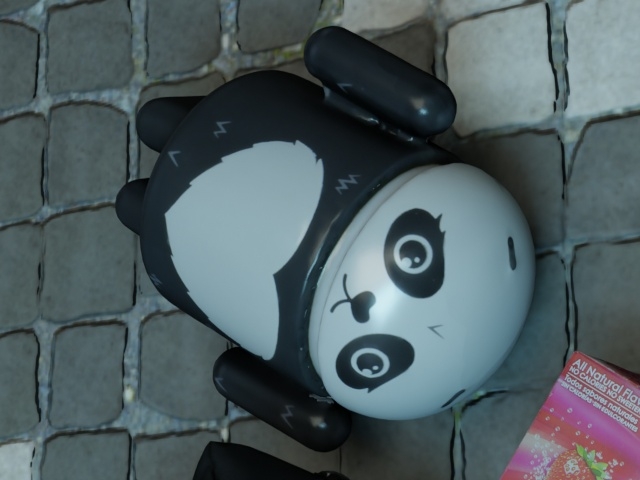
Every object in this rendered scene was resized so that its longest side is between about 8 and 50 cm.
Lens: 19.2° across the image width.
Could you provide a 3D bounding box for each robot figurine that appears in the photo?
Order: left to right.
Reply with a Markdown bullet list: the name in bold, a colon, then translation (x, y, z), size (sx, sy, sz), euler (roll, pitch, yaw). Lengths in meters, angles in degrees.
- **robot figurine**: translation (-0.001, -0.002, 1.171), size (0.278, 0.209, 0.173), euler (30, 61, 33)

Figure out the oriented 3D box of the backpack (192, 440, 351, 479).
- **backpack**: translation (-0.018, 0.343, 1.053), size (0.355, 0.290, 0.273), euler (-58, 12, 21)

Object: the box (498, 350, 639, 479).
- **box**: translation (0.230, 0.177, 1.018), size (0.257, 0.128, 0.122), euler (32, 96, 33)
